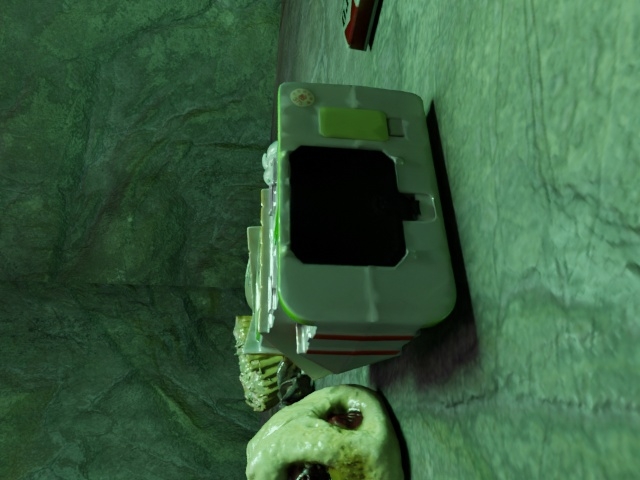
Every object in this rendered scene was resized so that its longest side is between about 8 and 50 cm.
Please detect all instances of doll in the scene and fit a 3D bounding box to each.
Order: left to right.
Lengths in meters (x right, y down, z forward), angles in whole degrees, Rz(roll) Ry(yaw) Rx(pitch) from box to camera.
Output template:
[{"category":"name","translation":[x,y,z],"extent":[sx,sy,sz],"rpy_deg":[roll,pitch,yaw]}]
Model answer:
[{"category":"doll","translation":[-0.114,-0.229,1.525],"extent":[0.180,0.107,0.110],"rpy_deg":[-101,24,-53]}]

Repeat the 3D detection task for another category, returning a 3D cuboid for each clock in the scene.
[{"category":"clock","translation":[0.004,0.031,0.556],"extent":[0.309,0.166,0.234],"rpy_deg":[106,164,-60]}]

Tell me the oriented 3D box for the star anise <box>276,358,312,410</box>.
[{"category":"star anise","translation":[-0.058,0.339,1.126],"extent":[0.196,0.073,0.212],"rpy_deg":[98,167,-47]}]

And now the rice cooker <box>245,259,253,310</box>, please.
[{"category":"rice cooker","translation":[-0.131,0.108,1.428],"extent":[0.127,0.145,0.206],"rpy_deg":[179,98,-69]}]

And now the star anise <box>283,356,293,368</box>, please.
[{"category":"star anise","translation":[-0.039,0.124,0.968],"extent":[0.196,0.111,0.212],"rpy_deg":[96,164,-52]}]

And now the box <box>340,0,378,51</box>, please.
[{"category":"box","translation":[0.063,-0.368,0.710],"extent":[0.177,0.036,0.115],"rpy_deg":[104,166,-48]}]

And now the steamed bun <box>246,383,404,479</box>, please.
[{"category":"steamed bun","translation":[-0.004,0.243,0.575],"extent":[0.172,0.156,0.140],"rpy_deg":[-142,54,-80]}]

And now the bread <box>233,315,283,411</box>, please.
[{"category":"bread","translation":[-0.155,0.329,1.423],"extent":[0.274,0.150,0.273],"rpy_deg":[170,90,-75]}]
